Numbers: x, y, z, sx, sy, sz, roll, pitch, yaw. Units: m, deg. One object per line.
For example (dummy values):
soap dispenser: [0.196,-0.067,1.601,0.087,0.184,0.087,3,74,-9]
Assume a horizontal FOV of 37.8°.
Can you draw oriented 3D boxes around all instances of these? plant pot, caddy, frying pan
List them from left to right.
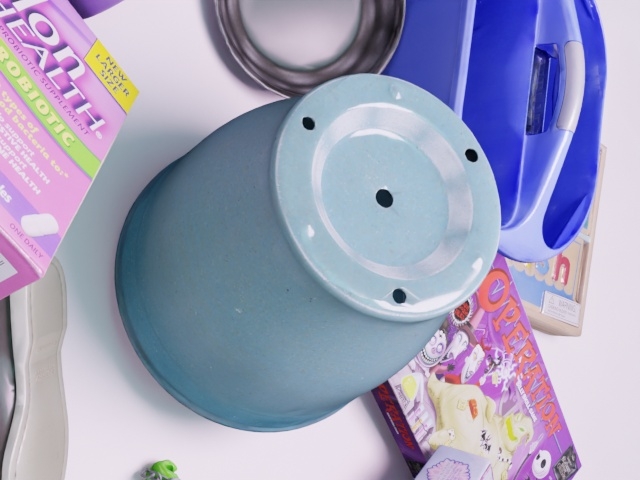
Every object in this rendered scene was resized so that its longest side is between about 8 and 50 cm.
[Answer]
frying pan: [-0.049,-0.280,0.886,0.197,0.053,0.326,-43,109,-13]
plant pot: [0.000,0.000,0.747,0.271,0.255,0.272,9,68,-24]
caddy: [0.193,-0.146,0.965,0.241,0.179,0.342,16,78,-40]

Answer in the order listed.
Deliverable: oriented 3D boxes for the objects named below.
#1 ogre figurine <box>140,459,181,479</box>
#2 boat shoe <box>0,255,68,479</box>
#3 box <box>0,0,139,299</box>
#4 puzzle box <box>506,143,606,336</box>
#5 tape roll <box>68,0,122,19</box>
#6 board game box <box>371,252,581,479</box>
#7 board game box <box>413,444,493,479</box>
ogre figurine: [-0.113,0.293,0.781,0.096,0.118,0.197,30,69,-38]
boat shoe: [-0.238,0.122,0.710,0.081,0.068,0.228,6,86,-77]
box: [-0.250,-0.099,0.597,0.214,0.117,0.243,54,23,-27]
puzzle box: [0.205,-0.060,1.128,0.408,0.052,0.272,21,74,-40]
tape roll: [-0.142,-0.261,0.724,0.080,0.189,0.189,53,57,-29]
board game box: [0.183,0.202,1.065,0.208,0.056,0.347,-44,122,-30]
board game box: [0.089,0.428,0.929,0.318,0.065,0.319,-41,129,-42]
